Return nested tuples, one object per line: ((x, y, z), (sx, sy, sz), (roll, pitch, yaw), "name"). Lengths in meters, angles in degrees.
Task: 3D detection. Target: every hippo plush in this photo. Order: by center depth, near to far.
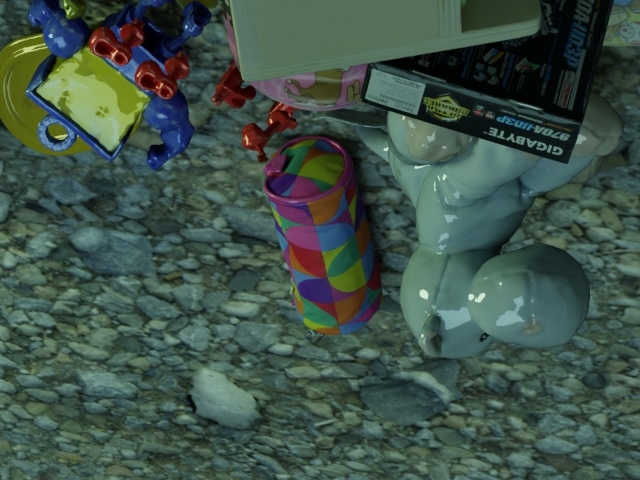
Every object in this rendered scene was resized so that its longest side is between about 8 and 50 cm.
((0.129, -0.012, 1.807), (0.294, 0.237, 0.234), (-1, 175, 21), "hippo plush")

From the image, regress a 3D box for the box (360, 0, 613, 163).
((0.143, -0.177, 1.625), (0.175, 0.220, 0.051), (17, 140, 3), "box")

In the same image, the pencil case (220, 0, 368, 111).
((-0.016, -0.284, 1.661), (0.160, 0.167, 0.386), (-25, 143, -15), "pencil case")

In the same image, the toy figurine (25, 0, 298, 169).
((-0.219, -0.158, 1.838), (0.362, 0.191, 0.217), (38, 125, -16), "toy figurine")

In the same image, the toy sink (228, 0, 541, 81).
((0.040, -0.232, 1.498), (0.234, 0.153, 0.131), (-9, 139, -2), "toy sink")

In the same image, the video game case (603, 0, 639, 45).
((0.218, -0.253, 1.700), (0.206, 0.026, 0.227), (2, 140, 22), "video game case")

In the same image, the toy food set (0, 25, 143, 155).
((-0.256, -0.157, 2.008), (0.217, 0.071, 0.128), (-7, 112, 28), "toy food set")

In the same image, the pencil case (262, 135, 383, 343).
((0.000, 0.000, 2.059), (0.104, 0.104, 0.236), (7, 140, 16), "pencil case")
